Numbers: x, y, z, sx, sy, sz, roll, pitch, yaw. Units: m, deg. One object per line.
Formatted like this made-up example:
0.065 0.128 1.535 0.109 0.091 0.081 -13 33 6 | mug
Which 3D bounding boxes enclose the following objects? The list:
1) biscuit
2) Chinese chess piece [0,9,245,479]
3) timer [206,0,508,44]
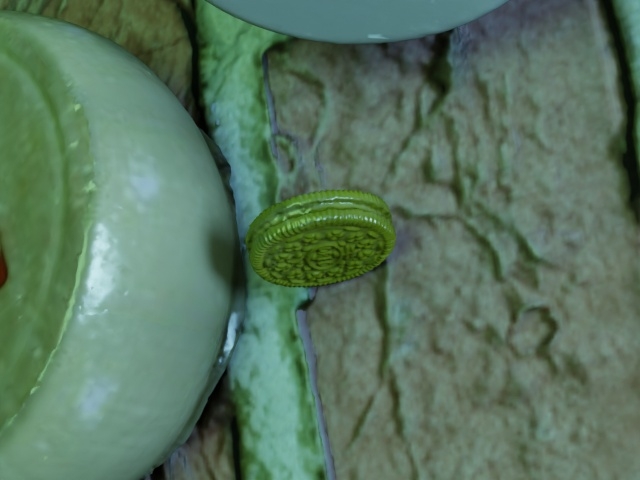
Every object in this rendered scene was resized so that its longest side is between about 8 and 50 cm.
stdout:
0.000 0.000 0.755 0.084 0.084 0.023 -25 62 26 | biscuit
-0.210 0.024 0.857 0.338 0.140 0.338 -11 70 31 | Chinese chess piece
0.020 -0.271 0.723 0.285 0.285 0.285 -11 70 32 | timer
